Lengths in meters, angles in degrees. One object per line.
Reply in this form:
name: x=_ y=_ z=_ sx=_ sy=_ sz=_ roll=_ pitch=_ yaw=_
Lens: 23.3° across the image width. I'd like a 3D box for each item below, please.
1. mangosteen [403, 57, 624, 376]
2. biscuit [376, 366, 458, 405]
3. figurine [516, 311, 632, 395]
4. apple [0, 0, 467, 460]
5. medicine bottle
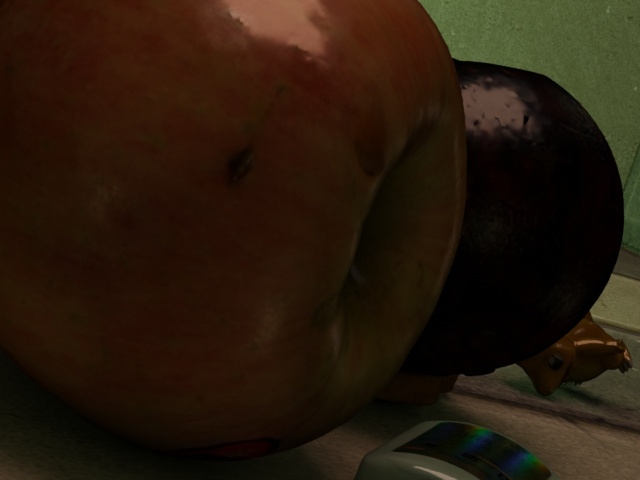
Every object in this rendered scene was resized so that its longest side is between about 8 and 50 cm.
mangosteen: x=0.117 y=-0.053 z=1.407 sx=0.306 sy=0.359 sz=0.306 roll=-3 pitch=-25 yaw=-1
biscuit: x=0.012 y=0.108 z=1.466 sx=0.202 sy=0.047 sz=0.334 roll=27 pitch=13 yaw=38
figurine: x=0.275 y=0.110 z=1.772 sx=0.121 sy=0.122 sz=0.176 roll=-17 pitch=-7 yaw=35
apple: x=-0.083 y=-0.044 z=1.098 sx=0.346 sy=0.391 sz=0.391 roll=22 pitch=9 yaw=27
medicine bottle: x=0.083 y=0.178 z=1.014 sx=0.121 sy=0.083 sz=0.229 roll=24 pitch=10 yaw=16
